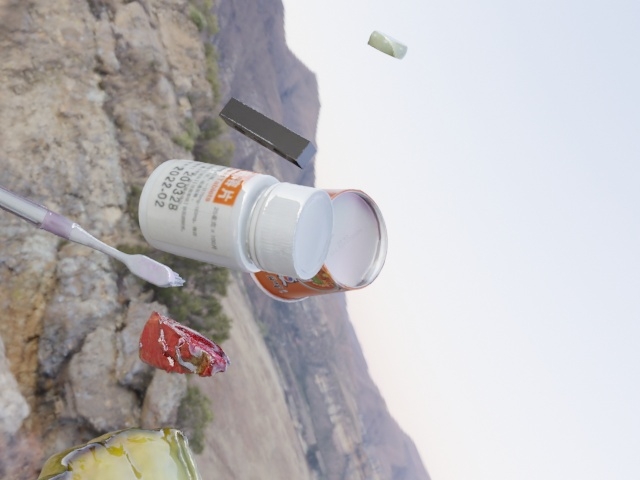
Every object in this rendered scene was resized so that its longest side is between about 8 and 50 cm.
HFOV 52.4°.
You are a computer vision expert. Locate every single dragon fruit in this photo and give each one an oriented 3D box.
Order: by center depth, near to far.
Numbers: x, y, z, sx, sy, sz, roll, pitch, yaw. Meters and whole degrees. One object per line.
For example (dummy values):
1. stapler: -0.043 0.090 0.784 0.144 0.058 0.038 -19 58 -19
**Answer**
1. dragon fruit: -0.166 0.125 0.797 0.131 0.097 0.063 19 -63 60

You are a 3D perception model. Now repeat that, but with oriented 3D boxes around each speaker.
1. speaker: -0.095 -0.194 1.160 0.191 0.046 0.040 32 -6 25

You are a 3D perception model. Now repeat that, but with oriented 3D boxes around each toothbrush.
1. toothbrush: -0.286 -0.018 0.707 0.354 0.024 0.029 22 -6 25

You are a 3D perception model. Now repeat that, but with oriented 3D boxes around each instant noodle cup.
1. instant noodle cup: 0.000 0.000 1.300 0.192 0.250 0.250 -5 -70 46

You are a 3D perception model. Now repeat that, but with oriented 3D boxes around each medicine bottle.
1. medicine bottle: -0.118 -0.029 0.917 0.144 0.252 0.144 -44 142 -49

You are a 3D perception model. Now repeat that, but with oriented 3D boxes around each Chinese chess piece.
1. Chinese chess piece: 0.139 -0.401 1.337 0.034 0.084 0.084 -64 -157 21

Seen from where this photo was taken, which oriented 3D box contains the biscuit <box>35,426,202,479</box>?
1. biscuit: -0.149 0.313 0.564 0.329 0.078 0.335 52 18 -29
